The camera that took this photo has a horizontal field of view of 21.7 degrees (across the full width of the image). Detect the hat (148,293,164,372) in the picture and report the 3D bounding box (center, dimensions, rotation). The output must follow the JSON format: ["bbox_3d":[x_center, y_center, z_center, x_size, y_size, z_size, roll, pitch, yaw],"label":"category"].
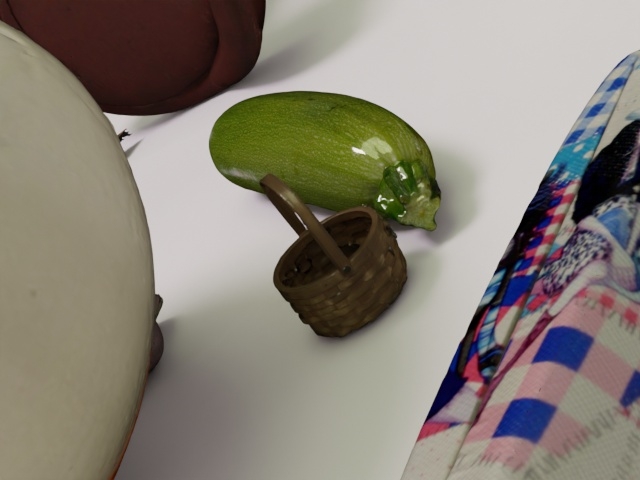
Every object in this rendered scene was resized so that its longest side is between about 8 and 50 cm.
[{"bbox_3d":[-0.108,0.060,0.945,0.058,0.042,0.087,-28,-11,-6],"label":"hat"}]

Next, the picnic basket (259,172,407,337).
[{"bbox_3d":[0.000,0.000,0.832,0.072,0.083,0.072,-32,23,15],"label":"picnic basket"}]

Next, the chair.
[{"bbox_3d":[-0.127,-0.254,1.324,0.226,0.226,0.401,-27,26,24],"label":"chair"}]

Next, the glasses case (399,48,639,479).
[{"bbox_3d":[0.102,0.058,0.522,0.076,0.125,0.327,-22,26,42],"label":"glasses case"}]

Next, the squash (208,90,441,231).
[{"bbox_3d":[0.002,-0.052,0.952,0.066,0.066,0.252,-44,25,-16],"label":"squash"}]

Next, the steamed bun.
[{"bbox_3d":[-0.226,0.069,0.812,0.374,0.241,0.374,-37,30,25],"label":"steamed bun"}]

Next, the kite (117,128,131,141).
[{"bbox_3d":[-0.250,0.035,1.212,0.234,0.016,0.321,-17,30,39],"label":"kite"}]
